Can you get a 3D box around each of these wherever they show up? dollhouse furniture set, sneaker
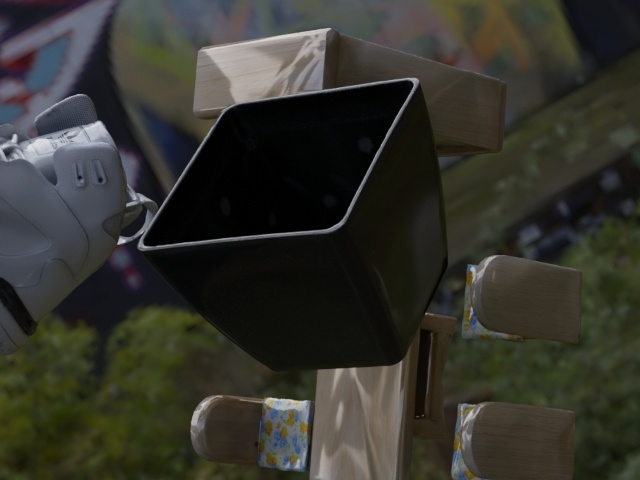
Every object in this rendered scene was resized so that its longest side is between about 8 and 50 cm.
[{"bbox_3d":[0.023,0.029,1.788,0.256,0.394,0.362,11,-9,-44],"label":"dollhouse furniture set"},{"bbox_3d":[-0.303,-0.080,1.675,0.210,0.366,0.137,-35,33,1],"label":"sneaker"}]

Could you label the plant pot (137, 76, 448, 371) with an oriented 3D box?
[{"bbox_3d":[0.000,0.000,1.535,0.187,0.167,0.188,-5,39,31],"label":"plant pot"}]
